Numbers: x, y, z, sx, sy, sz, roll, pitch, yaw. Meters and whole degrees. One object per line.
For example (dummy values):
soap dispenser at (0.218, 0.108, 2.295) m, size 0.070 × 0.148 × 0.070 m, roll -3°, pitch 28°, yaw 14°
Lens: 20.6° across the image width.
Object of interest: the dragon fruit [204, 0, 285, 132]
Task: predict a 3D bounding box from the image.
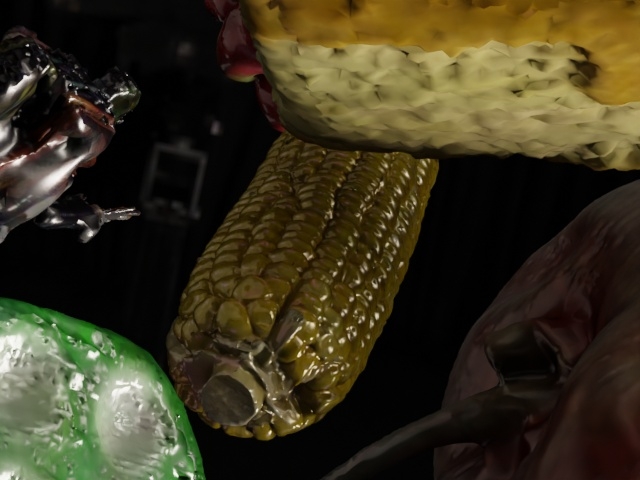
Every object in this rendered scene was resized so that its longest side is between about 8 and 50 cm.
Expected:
dragon fruit at (0.027, -0.141, 1.099) m, size 0.218 × 0.198 × 0.273 m, roll 20°, pitch -147°, yaw 17°

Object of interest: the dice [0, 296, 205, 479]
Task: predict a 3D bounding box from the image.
dice at (-0.261, 0.194, 1.065) m, size 0.300 × 0.297 × 0.287 m, roll -7°, pitch 156°, yaw 31°

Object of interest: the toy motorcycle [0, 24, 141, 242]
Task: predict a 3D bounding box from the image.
toy motorcycle at (-0.241, -0.070, 1.450) m, size 0.134 × 0.207 × 0.401 m, roll 50°, pitch -170°, yaw 7°

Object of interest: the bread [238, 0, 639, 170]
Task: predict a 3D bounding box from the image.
bread at (0.155, -0.117, 0.574) m, size 0.375 × 0.236 × 0.165 m, roll 1°, pitch -106°, yaw 7°

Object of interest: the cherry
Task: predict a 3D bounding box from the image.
cherry at (0.208, 0.123, 0.822) m, size 0.335 × 0.291 × 0.326 m, roll 24°, pitch -161°, yaw -40°

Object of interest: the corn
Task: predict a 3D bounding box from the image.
corn at (0.000, 0.000, 0.728) m, size 0.080 × 0.080 × 0.238 m, roll 18°, pitch -145°, yaw 7°
